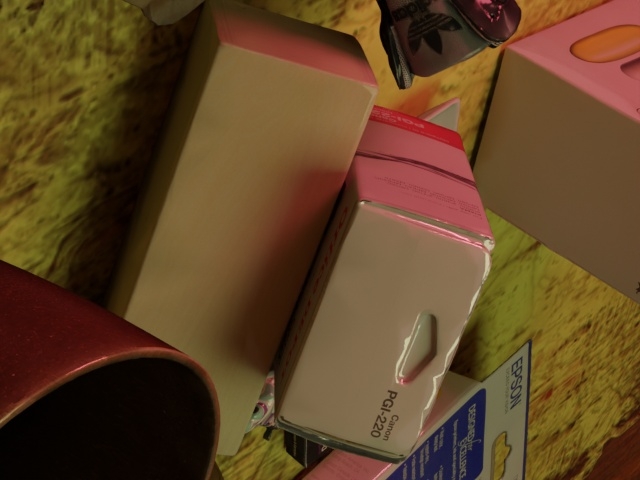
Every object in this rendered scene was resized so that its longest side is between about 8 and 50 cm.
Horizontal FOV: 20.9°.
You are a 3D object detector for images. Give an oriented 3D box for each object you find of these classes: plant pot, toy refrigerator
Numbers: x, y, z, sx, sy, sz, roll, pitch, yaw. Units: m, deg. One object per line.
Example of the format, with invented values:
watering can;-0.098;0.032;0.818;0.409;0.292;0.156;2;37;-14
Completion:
plant pot;-0.205;0.081;0.849;0.215;0.230;0.215;-37;147;-29
toy refrigerator;-0.063;-0.007;1.081;0.102;0.094;0.269;14;114;-16

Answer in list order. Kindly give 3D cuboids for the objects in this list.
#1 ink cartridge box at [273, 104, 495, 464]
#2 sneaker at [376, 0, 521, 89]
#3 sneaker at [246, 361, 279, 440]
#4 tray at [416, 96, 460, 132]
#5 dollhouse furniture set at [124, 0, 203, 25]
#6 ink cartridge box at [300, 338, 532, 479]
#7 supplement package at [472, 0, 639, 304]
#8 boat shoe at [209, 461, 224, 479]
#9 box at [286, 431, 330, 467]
ink cartridge box;0.034;0.020;1.107;0.218;0.092;0.158;-98;-153;-69
sneaker;0.038;-0.172;1.006;0.101;0.153;0.268;-23;172;32
sneaker;-0.050;0.137;1.338;0.098;0.038;0.069;-39;147;-26
tray;0.000;0.000;1.277;0.270;0.030;0.145;-34;144;-33
dollhouse furniture set;-0.016;-0.284;0.641;0.394;0.362;0.256;-34;157;22
ink cartridge box;0.074;0.260;1.628;0.307;0.072;0.303;-41;147;-28
supplement package;0.267;-0.083;1.416;0.203;0.194;0.149;-27;140;-41
boat shoe;-0.170;0.149;1.125;0.096;0.098;0.277;-46;149;16
box;0.035;0.103;1.440;0.162;0.029;0.116;-36;146;-32
